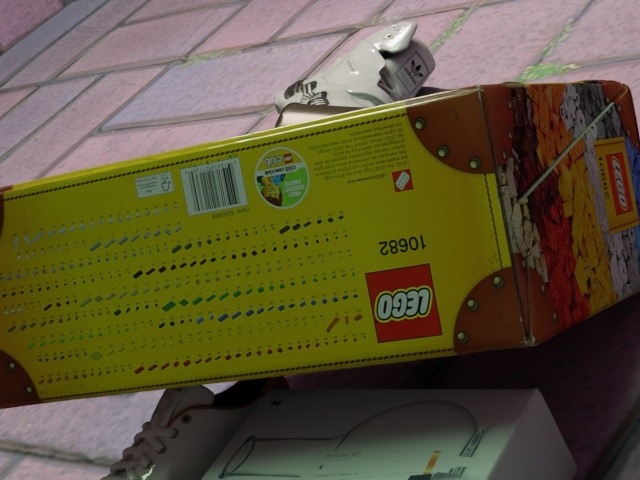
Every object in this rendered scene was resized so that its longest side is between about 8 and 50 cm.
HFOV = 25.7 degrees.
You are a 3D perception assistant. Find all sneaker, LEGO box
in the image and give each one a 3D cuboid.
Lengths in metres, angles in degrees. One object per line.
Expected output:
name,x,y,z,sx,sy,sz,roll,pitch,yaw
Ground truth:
sneaker,0.077,-0.180,1.807,0.210,0.137,0.366,-35,21,-6
sneaker,-0.148,0.196,1.264,0.290,0.123,0.106,-28,18,-30
LEGO box,0.000,0.000,1.242,0.500,0.193,0.372,-10,1,29

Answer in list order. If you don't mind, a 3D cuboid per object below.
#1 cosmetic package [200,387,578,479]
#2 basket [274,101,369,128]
cosmetic package,-0.011,0.267,1.063,0.284,0.097,0.377,-7,32,41
basket,0.081,-0.065,1.544,0.227,0.204,0.154,-6,6,27
